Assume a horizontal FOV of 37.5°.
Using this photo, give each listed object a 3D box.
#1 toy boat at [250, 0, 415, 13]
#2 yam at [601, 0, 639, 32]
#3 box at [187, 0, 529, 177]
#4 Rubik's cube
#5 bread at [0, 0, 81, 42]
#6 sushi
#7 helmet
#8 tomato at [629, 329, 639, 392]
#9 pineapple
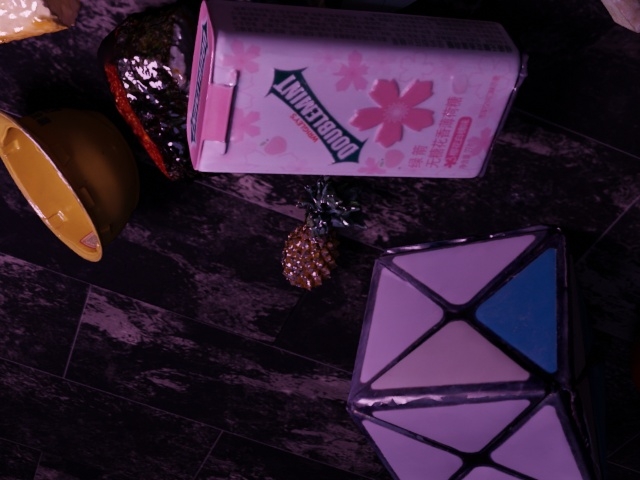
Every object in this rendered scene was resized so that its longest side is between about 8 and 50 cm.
[{"bbox_3d":[0.033,-0.326,1.039,0.210,0.070,0.292,34,130,-29],"label":"toy boat"},{"bbox_3d":[0.313,-0.299,1.001,0.068,0.068,0.169,-17,130,28],"label":"yam"},{"bbox_3d":[0.040,-0.169,1.089,0.370,0.112,0.190,0,134,-18],"label":"box"},{"bbox_3d":[0.247,0.192,1.386,0.310,0.305,0.307,-8,132,24],"label":"Rubik's cube"},{"bbox_3d":[-0.466,-0.331,1.070,0.375,0.165,0.236,-6,133,21],"label":"bread"},{"bbox_3d":[-0.173,-0.183,1.190,0.126,0.136,0.225,-16,124,24],"label":"sushi"},{"bbox_3d":[-0.334,-0.106,1.308,0.205,0.140,0.257,15,136,48],"label":"helmet"},{"bbox_3d":[0.568,0.192,1.426,0.195,0.136,0.195,6,137,6],"label":"tomato"},{"bbox_3d":[-0.001,0.000,1.379,0.083,0.103,0.221,-11,145,-27],"label":"pineapple"}]
